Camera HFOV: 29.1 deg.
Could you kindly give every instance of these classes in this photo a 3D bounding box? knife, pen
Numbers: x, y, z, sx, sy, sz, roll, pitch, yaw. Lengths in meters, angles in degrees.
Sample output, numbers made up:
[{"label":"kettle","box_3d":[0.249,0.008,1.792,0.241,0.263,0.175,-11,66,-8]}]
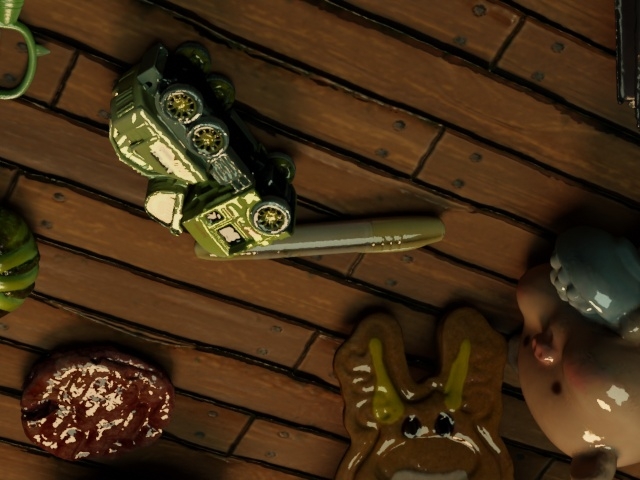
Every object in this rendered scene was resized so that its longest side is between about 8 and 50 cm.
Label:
[{"label":"knife","box_3d":[-0.232,-0.202,0.961,0.054,0.015,0.212,6,124,-15]},{"label":"pen","box_3d":[0.000,0.000,1.140,0.233,0.032,0.040,-4,150,-5]}]

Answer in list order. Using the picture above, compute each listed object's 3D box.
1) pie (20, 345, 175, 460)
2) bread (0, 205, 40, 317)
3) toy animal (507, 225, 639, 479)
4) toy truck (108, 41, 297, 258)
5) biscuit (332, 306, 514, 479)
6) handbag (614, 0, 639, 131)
[{"label":"pie","box_3d":[-0.220,0.160,1.212,0.153,0.038,0.153,-7,128,-8]},{"label":"bread","box_3d":[-0.316,0.027,1.079,0.139,0.071,0.130,-9,122,-4]},{"label":"toy animal","box_3d":[0.304,0.091,1.164,0.221,0.210,0.229,-2,119,-14]},{"label":"toy truck","box_3d":[-0.108,-0.068,1.037,0.116,0.085,0.191,-26,123,20]},{"label":"biscuit","box_3d":[0.102,0.214,1.200,0.186,0.044,0.295,-5,87,-6]},{"label":"handbag","box_3d":[0.398,-0.212,1.005,0.326,0.118,0.269,-8,119,-3]}]
